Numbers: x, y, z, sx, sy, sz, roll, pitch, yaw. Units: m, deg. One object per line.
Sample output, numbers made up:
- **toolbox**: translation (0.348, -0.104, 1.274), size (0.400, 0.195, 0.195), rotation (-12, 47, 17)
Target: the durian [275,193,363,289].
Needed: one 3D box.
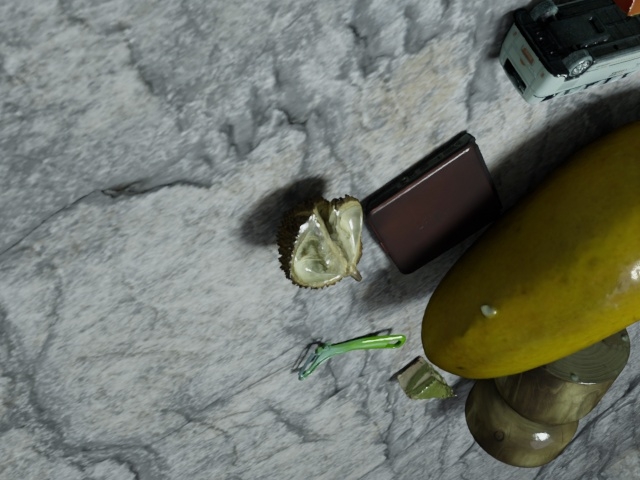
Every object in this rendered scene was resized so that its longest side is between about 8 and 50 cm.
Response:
- **durian**: translation (0.001, -0.003, 1.407), size (0.110, 0.071, 0.140), rotation (-41, 138, 0)

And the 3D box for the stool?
- **stool**: translation (0.346, 0.212, 2.055), size (0.179, 0.179, 0.264), rotation (-19, 151, -28)

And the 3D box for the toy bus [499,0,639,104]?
- **toy bus**: translation (0.277, -0.202, 1.378), size (0.194, 0.087, 0.089), rotation (-19, 157, -30)

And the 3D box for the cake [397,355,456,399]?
- **cake**: translation (0.172, 0.208, 1.991), size (0.055, 0.051, 0.140), rotation (-46, 154, 19)

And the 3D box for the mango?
- **mango**: translation (0.319, 0.025, 1.639), size (0.445, 0.220, 0.301), rotation (-37, 178, -2)

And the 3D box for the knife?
- **knife**: translation (0.046, 0.143, 1.763), size (0.166, 0.022, 0.078), rotation (-12, 153, -36)

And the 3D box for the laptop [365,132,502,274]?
- **laptop**: translation (0.133, -0.038, 1.557), size (0.154, 0.026, 0.207), rotation (-33, 153, 3)

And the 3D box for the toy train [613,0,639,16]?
- **toy train**: translation (0.326, -0.282, 1.253), size (0.176, 0.118, 0.074), rotation (-16, 152, -29)
